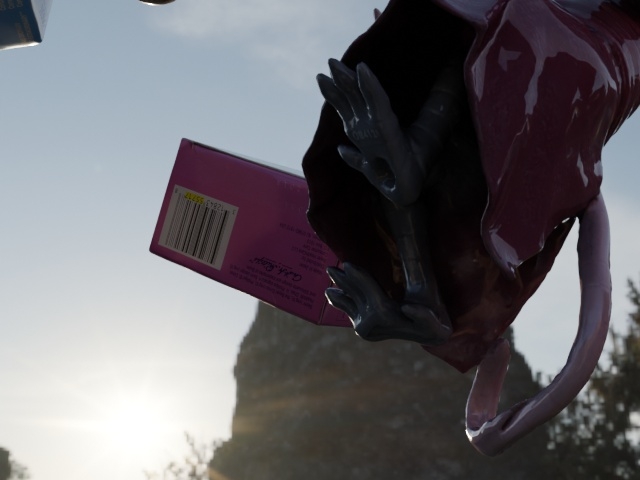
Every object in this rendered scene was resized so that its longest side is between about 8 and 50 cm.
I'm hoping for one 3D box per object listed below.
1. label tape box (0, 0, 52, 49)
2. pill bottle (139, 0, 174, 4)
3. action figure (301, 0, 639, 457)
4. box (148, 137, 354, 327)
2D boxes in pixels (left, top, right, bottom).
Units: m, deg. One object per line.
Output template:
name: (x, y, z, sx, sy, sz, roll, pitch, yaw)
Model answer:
label tape box: (-0.347, -0.323, 1.020, 0.115, 0.347, 0.249, 10, -12, -8)
pill bottle: (-0.199, -0.466, 1.355, 0.153, 0.153, 0.265, 14, -29, -32)
action figure: (0.159, -0.099, 0.586, 0.370, 0.275, 0.248, -36, -7, -36)
box: (0.000, 0.000, 0.934, 0.213, 0.117, 0.243, 20, 6, 34)
